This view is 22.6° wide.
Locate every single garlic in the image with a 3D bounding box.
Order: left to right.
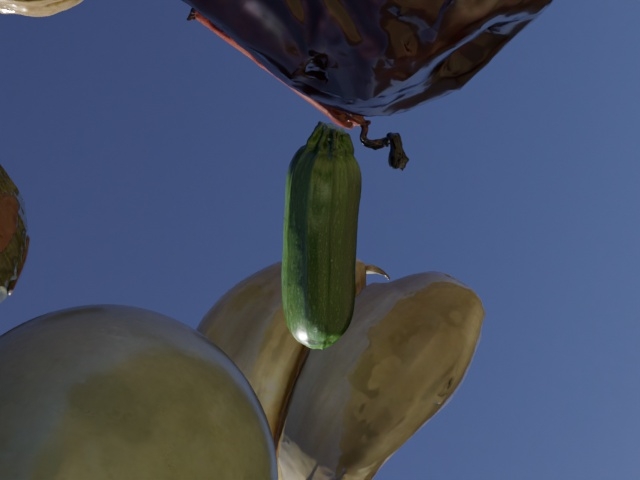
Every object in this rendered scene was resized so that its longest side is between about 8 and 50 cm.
[{"bbox_3d":[0.016,0.148,1.707,0.249,0.286,0.313,26,-84,-42],"label":"garlic"}]

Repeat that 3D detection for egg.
[{"bbox_3d":[-0.115,0.127,0.832,0.253,0.186,0.186,-61,-33,-81],"label":"egg"}]

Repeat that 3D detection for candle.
[{"bbox_3d":[-0.010,-0.097,0.958,0.026,0.167,0.021,-28,-30,-50],"label":"candle"}]

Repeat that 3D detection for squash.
[{"bbox_3d":[0.000,0.000,1.449,0.077,0.068,0.219,-23,-57,-52],"label":"squash"}]

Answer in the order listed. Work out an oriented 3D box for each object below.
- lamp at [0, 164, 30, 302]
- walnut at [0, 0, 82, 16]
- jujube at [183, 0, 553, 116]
[{"bbox_3d":[-0.470,0.000,1.790,0.284,0.250,0.250,-35,-52,-18],"label":"lamp"},{"bbox_3d":[-0.356,-0.372,1.850,0.224,0.257,0.257,115,178,-55],"label":"walnut"},{"bbox_3d":[-0.030,-0.207,0.708,0.342,0.216,0.216,50,-156,15],"label":"jujube"}]
